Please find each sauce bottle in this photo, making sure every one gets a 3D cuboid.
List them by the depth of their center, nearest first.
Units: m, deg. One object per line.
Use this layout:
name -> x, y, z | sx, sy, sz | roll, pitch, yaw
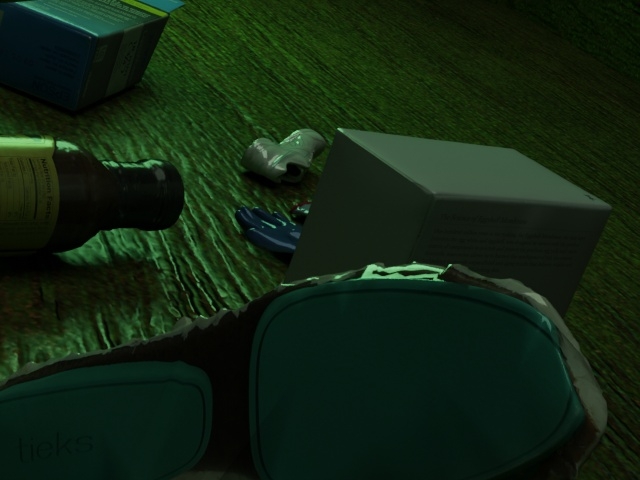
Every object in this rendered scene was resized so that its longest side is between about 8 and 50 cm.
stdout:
sauce bottle -> -0.272, -0.039, 1.087 | 0.344, 0.111, 0.111 | -1, 29, -48

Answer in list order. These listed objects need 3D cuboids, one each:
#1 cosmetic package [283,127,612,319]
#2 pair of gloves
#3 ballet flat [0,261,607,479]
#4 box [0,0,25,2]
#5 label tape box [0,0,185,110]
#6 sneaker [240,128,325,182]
cosmetic package -> 0.098, 0.036, 1.073 | 0.224, 0.225, 0.138 | 3, 26, -40
pair of gloves -> 0.000, 0.000, 1.368 | 0.159, 0.023, 0.198 | 30, 21, 29
ballet flat -> -0.023, 0.102, 0.707 | 0.409, 0.147, 0.147 | -9, 5, 30
box -> -0.447, -0.309, 1.207 | 0.232, 0.058, 0.322 | 0, -9, 13
label tape box -> -0.350, -0.286, 1.642 | 0.240, 0.106, 0.334 | 22, 20, 6
sneaker -> -0.035, -0.100, 1.558 | 0.061, 0.054, 0.152 | 39, 32, 20
